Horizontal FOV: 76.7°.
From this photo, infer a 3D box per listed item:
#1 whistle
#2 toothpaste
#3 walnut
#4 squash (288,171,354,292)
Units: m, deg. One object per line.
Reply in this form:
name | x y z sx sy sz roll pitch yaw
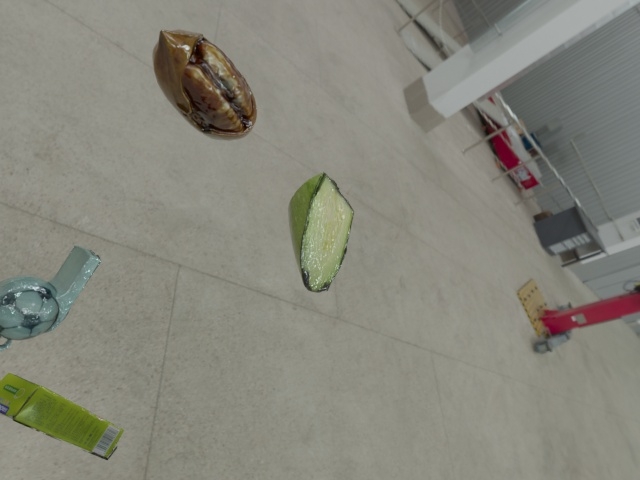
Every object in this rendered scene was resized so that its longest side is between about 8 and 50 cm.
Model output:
whistle | -0.677 0.126 0.952 0.163 0.163 0.289 35 76 -32
toothpaste | -0.609 0.421 0.952 0.327 0.110 0.077 72 35 -47
walnut | -0.155 -0.209 0.552 0.207 0.116 0.115 53 21 -68
squash | -0.021 -0.007 0.703 0.192 0.085 0.184 42 63 -61
